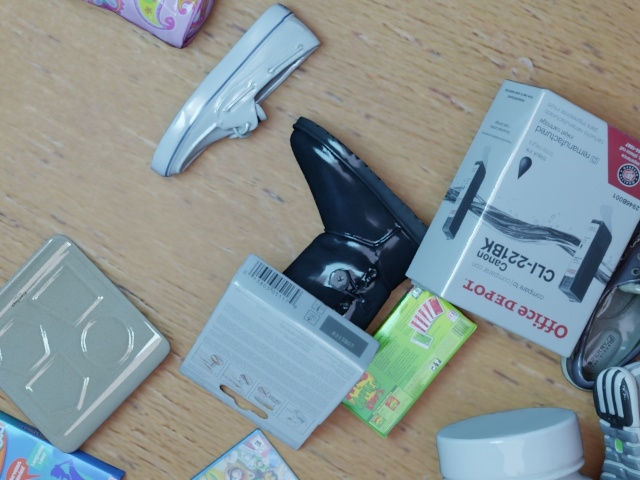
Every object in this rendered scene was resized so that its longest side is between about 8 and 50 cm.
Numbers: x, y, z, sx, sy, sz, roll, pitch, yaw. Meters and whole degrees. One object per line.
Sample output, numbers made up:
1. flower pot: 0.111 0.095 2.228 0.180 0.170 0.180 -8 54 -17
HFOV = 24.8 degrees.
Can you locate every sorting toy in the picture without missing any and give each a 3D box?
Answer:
1. sorting toy: -0.317 0.127 1.807 0.208 0.038 0.193 44 93 8

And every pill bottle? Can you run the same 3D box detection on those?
1. pill bottle: 0.250 0.393 1.733 0.204 0.204 0.361 -9 93 2

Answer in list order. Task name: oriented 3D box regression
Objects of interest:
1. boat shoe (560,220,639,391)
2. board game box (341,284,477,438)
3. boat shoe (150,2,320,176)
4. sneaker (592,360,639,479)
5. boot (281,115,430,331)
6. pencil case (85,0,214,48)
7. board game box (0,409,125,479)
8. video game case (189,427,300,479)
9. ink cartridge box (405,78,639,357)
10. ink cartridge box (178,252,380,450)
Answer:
1. boat shoe: 0.392 0.063 1.770 0.103 0.092 0.285 34 93 -1
2. board game box: 0.101 0.145 1.805 0.092 0.043 0.181 39 92 0
3. boat shoe: -0.102 -0.168 1.771 0.084 0.095 0.258 40 94 4
4. sneaker: 0.406 0.244 1.757 0.132 0.086 0.228 -21 113 -31
5. boot: 0.000 0.000 1.772 0.246 0.094 0.207 45 87 -7
6. pencil case: -0.263 -0.336 1.756 0.284 0.124 0.124 25 93 1
7. board game box: -0.375 0.317 1.821 0.210 0.047 0.160 26 92 1
8. video game case: -0.074 0.337 1.831 0.119 0.015 0.166 -38 91 2
9. ink cartridge box: 0.256 -0.025 1.732 0.197 0.114 0.273 25 94 -22
10. ink cartridge box: -0.054 0.139 1.756 0.189 0.232 0.066 35 56 0
